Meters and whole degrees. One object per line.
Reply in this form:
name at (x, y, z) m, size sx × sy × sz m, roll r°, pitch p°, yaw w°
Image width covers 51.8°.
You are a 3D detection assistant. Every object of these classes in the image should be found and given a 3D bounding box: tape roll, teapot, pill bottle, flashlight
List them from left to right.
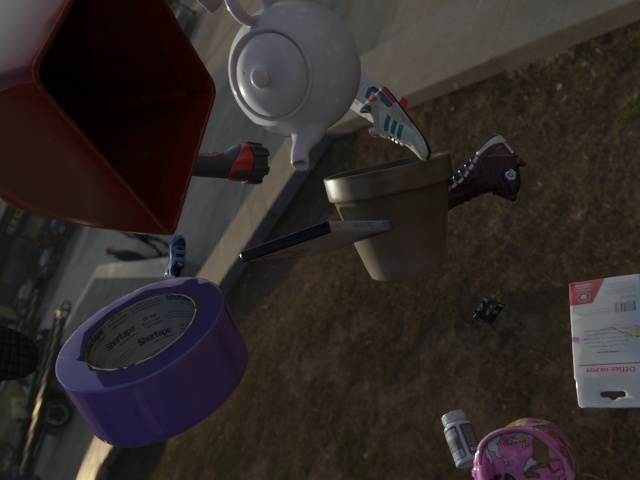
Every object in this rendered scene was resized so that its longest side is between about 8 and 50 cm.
tape roll at (-0.180, 0.125, 0.717) m, size 0.189 × 0.080 × 0.189 m, roll -15°, pitch 27°, yaw 8°
flashlight at (-0.268, -0.188, 1.506) m, size 0.103 × 0.304 × 0.103 m, roll 2°, pitch 90°, yaw 57°
teapot at (-0.065, -0.292, 1.123) m, size 0.187 × 0.256 × 0.252 m, roll -34°, pitch -30°, yaw -60°
pill bottle at (0.376, 0.528, 1.756) m, size 0.078 × 0.078 × 0.137 m, roll -46°, pitch 44°, yaw 34°

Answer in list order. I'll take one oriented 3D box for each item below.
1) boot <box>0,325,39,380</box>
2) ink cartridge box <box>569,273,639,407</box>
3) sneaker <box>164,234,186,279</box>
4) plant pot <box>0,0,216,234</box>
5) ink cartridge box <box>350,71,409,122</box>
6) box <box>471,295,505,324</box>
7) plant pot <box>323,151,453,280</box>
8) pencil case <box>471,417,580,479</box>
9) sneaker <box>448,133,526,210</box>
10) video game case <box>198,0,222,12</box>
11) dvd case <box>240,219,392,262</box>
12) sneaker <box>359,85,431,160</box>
boot at (-0.783, 0.204, 1.397) m, size 0.223 × 0.338 × 0.118 m, roll 7°, pitch 80°, yaw 61°
ink cartridge box at (0.457, 0.160, 1.016) m, size 0.115 × 0.067 × 0.198 m, roll -14°, pitch 64°, yaw 44°
sneaker at (-0.443, 0.055, 2.050) m, size 0.059 × 0.053 × 0.144 m, roll 12°, pitch 93°, yaw 54°
plant pot at (-0.314, -0.173, 0.804) m, size 0.236 × 0.267 × 0.267 m, roll -5°, pitch 54°, yaw 19°
ink cartridge box at (0.161, -0.387, 1.869) m, size 0.078 × 0.231 × 0.134 m, roll -59°, pitch 7°, yaw -2°
box at (0.438, 0.182, 1.718) m, size 0.067 × 0.083 × 0.018 m, roll -57°, pitch 45°, yaw 12°
plant pot at (0.191, -0.057, 1.669) m, size 0.323 × 0.323 × 0.280 m, roll 7°, pitch 111°, yaw 64°
pencil case at (0.392, 0.418, 1.242) m, size 0.167 × 0.386 × 0.160 m, roll -47°, pitch 67°, yaw 5°
sneaker at (0.430, -0.132, 1.752) m, size 0.281 × 0.162 × 0.106 m, roll -49°, pitch -12°, yaw 15°
video game case at (-0.255, -0.452, 0.909) m, size 0.025 × 0.285 × 0.204 m, roll -40°, pitch 36°, yaw 16°
dvd case at (0.000, 0.000, 1.175) m, size 0.180 × 0.253 × 0.022 m, roll -19°, pitch 83°, yaw 28°
sneaker at (0.132, -0.196, 1.183) m, size 0.075 × 0.057 × 0.161 m, roll -36°, pitch 77°, yaw 12°
